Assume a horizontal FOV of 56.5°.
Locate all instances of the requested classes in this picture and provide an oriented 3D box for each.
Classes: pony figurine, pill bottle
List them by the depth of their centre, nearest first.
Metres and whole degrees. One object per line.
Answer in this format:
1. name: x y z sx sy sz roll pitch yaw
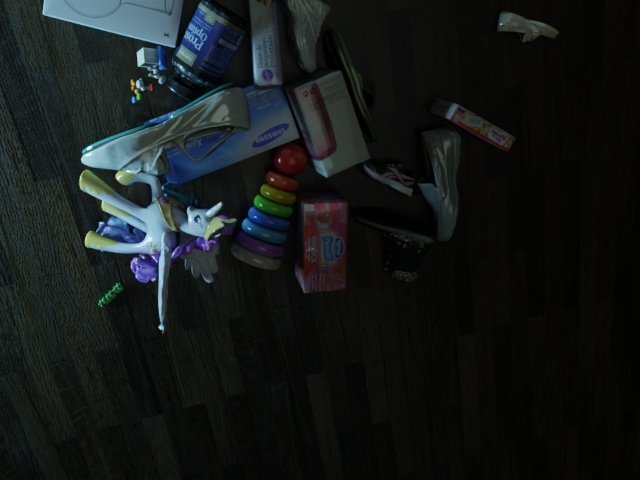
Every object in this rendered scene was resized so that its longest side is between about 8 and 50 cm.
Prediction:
1. pill bottle: -0.269 -0.438 1.388 0.122 0.123 0.219 27 107 -21
2. pony figurine: -0.384 -0.001 1.448 0.363 0.303 0.351 19 129 6

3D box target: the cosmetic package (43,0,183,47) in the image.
1. cosmetic package: -0.425 -0.646 1.296 0.284 0.097 0.377 8 108 -19

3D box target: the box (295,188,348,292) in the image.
1. box: 0.000 0.000 1.618 0.122 0.128 0.257 -4 110 -12

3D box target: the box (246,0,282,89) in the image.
1. box: -0.135 -0.520 1.384 0.063 0.067 0.324 -6 97 -9

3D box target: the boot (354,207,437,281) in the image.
1. boot: 0.194 0.014 1.689 0.236 0.085 0.179 17 126 4

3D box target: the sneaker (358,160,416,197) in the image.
1. sneaker: 0.187 -0.188 1.635 0.178 0.072 0.077 24 91 -28

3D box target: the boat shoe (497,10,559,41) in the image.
1. boat shoe: 0.546 -0.557 1.581 0.170 0.063 0.059 14 109 -8

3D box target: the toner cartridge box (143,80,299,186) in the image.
1. toner cartridge box: -0.243 -0.275 1.485 0.347 0.075 0.165 -23 114 -4

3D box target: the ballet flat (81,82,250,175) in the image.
1. ballet flat: -0.340 -0.225 1.361 0.400 0.139 0.139 -26 114 -6

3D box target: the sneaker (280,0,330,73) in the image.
1. sneaker: -0.025 -0.526 1.440 0.115 0.090 0.232 -16 114 -11

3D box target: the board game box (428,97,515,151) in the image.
1. board game box: 0.402 -0.311 1.588 0.193 0.147 0.045 24 103 -19

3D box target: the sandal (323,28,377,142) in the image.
1. sandal: 0.094 -0.389 1.507 0.086 0.120 0.303 -27 114 -18

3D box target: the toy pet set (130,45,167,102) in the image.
1. toy pet set: -0.394 -0.390 1.404 0.065 0.122 0.114 -4 89 -39

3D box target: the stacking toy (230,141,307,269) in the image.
1. stacking toy: -0.117 -0.096 1.564 0.141 0.141 0.330 19 98 -19

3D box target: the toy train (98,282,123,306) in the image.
1. toy train: -0.561 0.147 1.599 0.083 0.017 0.023 -44 124 5

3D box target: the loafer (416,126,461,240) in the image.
1. loafer: 0.322 -0.153 1.655 0.111 0.112 0.320 -4 104 -5

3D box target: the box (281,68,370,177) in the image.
1. box: 0.011 -0.297 1.494 0.126 0.148 0.232 -25 113 -10
